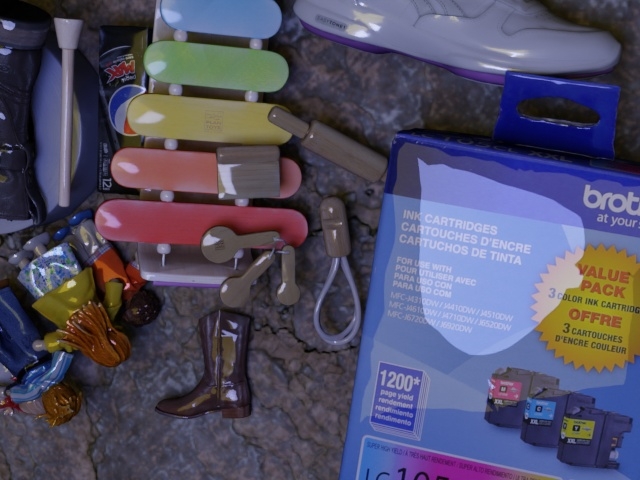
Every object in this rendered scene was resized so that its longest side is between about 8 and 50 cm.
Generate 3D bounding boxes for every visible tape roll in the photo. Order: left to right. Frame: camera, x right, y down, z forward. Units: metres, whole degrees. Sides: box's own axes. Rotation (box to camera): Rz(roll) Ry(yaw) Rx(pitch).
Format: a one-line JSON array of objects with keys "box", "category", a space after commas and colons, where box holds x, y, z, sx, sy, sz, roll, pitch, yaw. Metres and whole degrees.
[{"box": [-0.331, -0.118, 1.271, 0.219, 0.072, 0.219, 3, 99, 17], "category": "tape roll"}]

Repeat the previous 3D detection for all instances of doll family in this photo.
[{"box": [-0.285, 0.101, 1.260, 0.263, 0.118, 0.163, -41, 84, 18], "category": "doll family"}]

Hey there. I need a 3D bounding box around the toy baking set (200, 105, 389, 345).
[{"box": [0.002, -0.007, 1.165, 0.256, 0.030, 0.196, 22, 97, -16], "category": "toy baking set"}]

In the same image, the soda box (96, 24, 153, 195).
[{"box": [-0.191, -0.132, 1.229, 0.053, 0.060, 0.169, 4, 99, 14], "category": "soda box"}]

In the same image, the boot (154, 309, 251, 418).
[{"box": [-0.123, 0.126, 1.254, 0.106, 0.037, 0.114, -2, 100, 5], "category": "boot"}]

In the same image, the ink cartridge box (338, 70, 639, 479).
[{"box": [0.181, 0.053, 1.079, 0.270, 0.151, 0.395, 10, 99, 11], "category": "ink cartridge box"}]

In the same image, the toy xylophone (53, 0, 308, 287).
[{"box": [-0.136, -0.111, 1.162, 0.236, 0.081, 0.322, -4, 101, -12], "category": "toy xylophone"}]

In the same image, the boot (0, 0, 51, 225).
[{"box": [-0.383, -0.138, 1.185, 0.263, 0.091, 0.229, 19, 115, 9], "category": "boot"}]

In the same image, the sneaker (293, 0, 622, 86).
[{"box": [0.125, -0.225, 1.084, 0.305, 0.114, 0.152, 18, 104, 15], "category": "sneaker"}]
